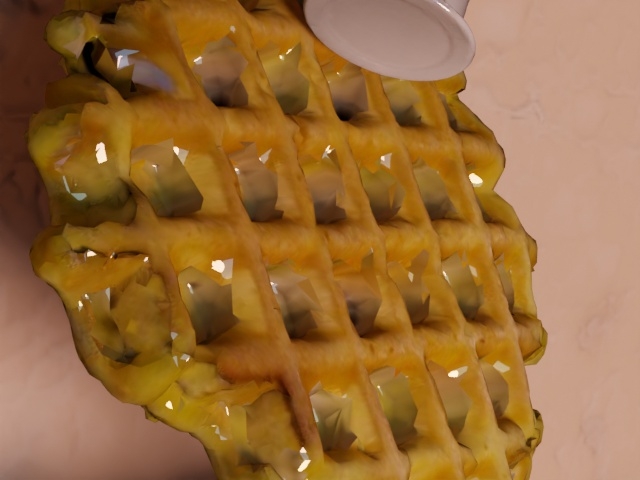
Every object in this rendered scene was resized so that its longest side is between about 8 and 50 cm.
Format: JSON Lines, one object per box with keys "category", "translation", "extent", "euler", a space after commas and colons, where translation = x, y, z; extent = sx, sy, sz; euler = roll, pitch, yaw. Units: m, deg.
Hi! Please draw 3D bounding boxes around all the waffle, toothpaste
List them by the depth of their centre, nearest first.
{"category": "waffle", "translation": [0.001, -0.001, 0.569], "extent": [0.245, 0.052, 0.254], "euler": [50, 33, -25]}
{"category": "toothpaste", "translation": [0.056, -0.181, 0.599], "extent": [0.096, 0.061, 0.266], "euler": [36, 59, -36]}
